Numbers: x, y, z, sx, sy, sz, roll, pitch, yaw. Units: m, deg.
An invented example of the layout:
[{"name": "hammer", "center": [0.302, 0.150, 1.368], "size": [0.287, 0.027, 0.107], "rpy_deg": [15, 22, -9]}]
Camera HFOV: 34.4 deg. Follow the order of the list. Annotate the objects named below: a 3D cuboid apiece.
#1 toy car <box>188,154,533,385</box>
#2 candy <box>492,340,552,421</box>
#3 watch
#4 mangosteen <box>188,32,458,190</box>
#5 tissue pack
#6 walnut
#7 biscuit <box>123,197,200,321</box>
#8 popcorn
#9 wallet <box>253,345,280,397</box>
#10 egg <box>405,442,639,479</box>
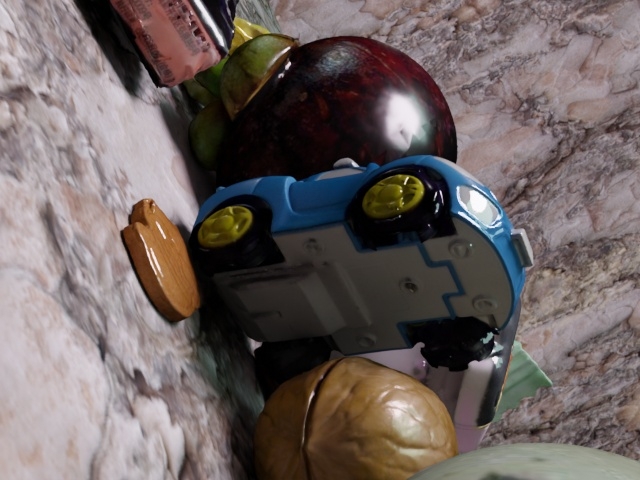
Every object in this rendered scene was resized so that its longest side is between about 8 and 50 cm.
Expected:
[{"name": "toy car", "center": [0.037, 0.009, 0.941], "size": [0.198, 0.314, 0.166], "rpy_deg": [59, 32, -38]}, {"name": "candy", "center": [0.127, 0.127, 1.380], "size": [0.172, 0.263, 0.398], "rpy_deg": [54, 12, -22]}, {"name": "watch", "center": [0.090, 0.105, 1.105], "size": [0.244, 0.231, 0.196], "rpy_deg": [31, 80, -81]}, {"name": "mangosteen", "center": [0.005, -0.110, 1.184], "size": [0.300, 0.300, 0.300], "rpy_deg": [-24, 90, -83]}, {"name": "tissue pack", "center": [-0.203, -0.328, 1.024], "size": [0.332, 0.123, 0.245], "rpy_deg": [59, 15, -27]}, {"name": "walnut", "center": [0.031, 0.178, 0.869], "size": [0.207, 0.167, 0.167], "rpy_deg": [34, 32, -63]}, {"name": "biscuit", "center": [-0.126, 0.016, 0.846], "size": [0.130, 0.019, 0.102], "rpy_deg": [-87, 153, -77]}, {"name": "popcorn", "center": [-0.123, -0.228, 1.300], "size": [0.126, 0.126, 0.145], "rpy_deg": [40, 26, -7]}, {"name": "wallet", "center": [-0.020, 0.194, 1.019], "size": [0.176, 0.026, 0.095], "rpy_deg": [65, 6, 31]}, {"name": "egg", "center": [0.158, 0.305, 0.677], "size": [0.428, 0.345, 0.345], "rpy_deg": [56, 12, -49]}]
